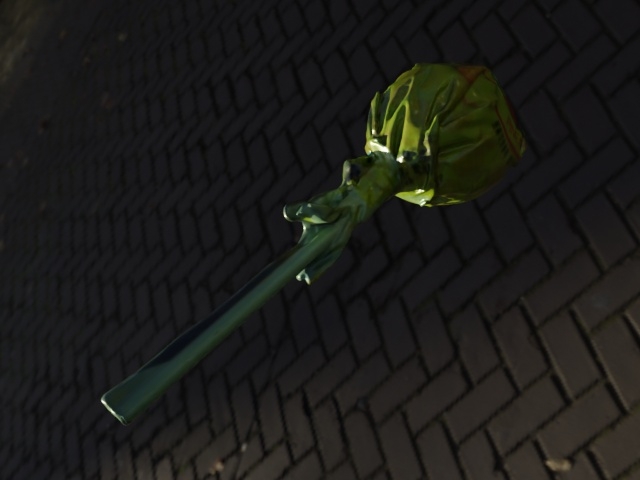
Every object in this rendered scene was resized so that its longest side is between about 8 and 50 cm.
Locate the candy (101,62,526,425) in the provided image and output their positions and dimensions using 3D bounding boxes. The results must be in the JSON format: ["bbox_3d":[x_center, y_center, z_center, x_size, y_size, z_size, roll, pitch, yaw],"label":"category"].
[{"bbox_3d":[-0.002,-0.002,0.486,0.262,0.077,0.073,-40,46,-18],"label":"candy"}]
